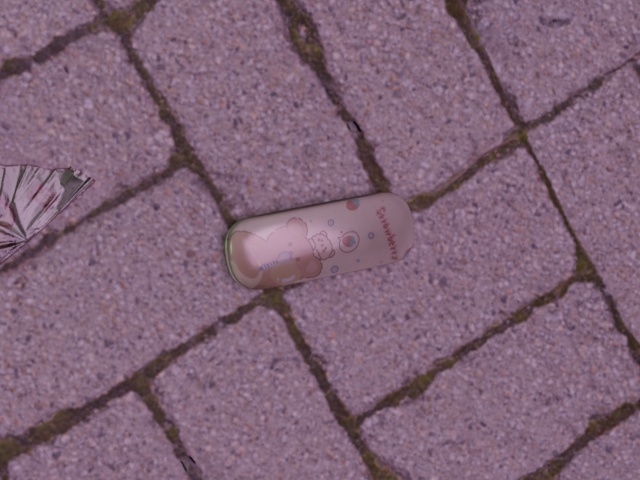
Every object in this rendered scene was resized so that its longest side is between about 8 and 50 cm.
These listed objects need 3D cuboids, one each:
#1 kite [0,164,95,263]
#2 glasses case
[{"bbox_3d":[-0.336,-0.077,1.591,0.229,0.012,0.250,3,92,-20],"label":"kite"},{"bbox_3d":[0.000,0.000,1.674,0.204,0.051,0.081,-13,95,-15],"label":"glasses case"}]
